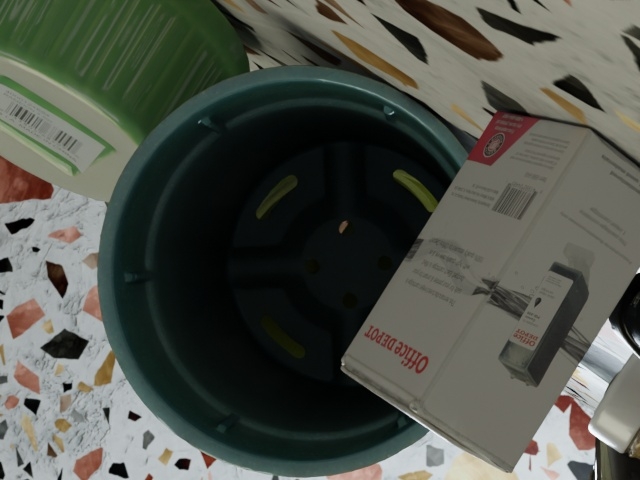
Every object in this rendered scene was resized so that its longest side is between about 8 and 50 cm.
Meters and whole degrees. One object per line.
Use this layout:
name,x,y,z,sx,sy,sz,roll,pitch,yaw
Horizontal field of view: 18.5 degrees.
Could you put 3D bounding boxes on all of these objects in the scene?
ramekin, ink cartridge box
ramekin,-0.234,-0.164,1.870,0.303,0.148,0.303,23,159,10
ink cartridge box,0.124,0.031,1.330,0.092,0.218,0.158,35,177,-19

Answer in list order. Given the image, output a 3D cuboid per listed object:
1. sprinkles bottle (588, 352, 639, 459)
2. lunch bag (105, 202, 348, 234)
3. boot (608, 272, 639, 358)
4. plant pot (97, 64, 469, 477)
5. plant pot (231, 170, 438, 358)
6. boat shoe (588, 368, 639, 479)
sprinkles bottle,0.461,0.246,2.068,0.355,0.121,0.121,33,177,11
lunch bag,-0.115,-0.056,2.537,0.305,0.212,0.256,34,178,-7
boot,0.351,0.125,1.556,0.246,0.094,0.207,41,179,-14
plant pot,0.007,0.024,1.776,0.341,0.341,0.334,34,-175,7
plant pot,0.000,0.000,2.127,0.276,0.276,0.254,35,-171,-26
boat shoe,0.346,0.277,2.179,0.132,0.130,0.355,23,-143,-1
